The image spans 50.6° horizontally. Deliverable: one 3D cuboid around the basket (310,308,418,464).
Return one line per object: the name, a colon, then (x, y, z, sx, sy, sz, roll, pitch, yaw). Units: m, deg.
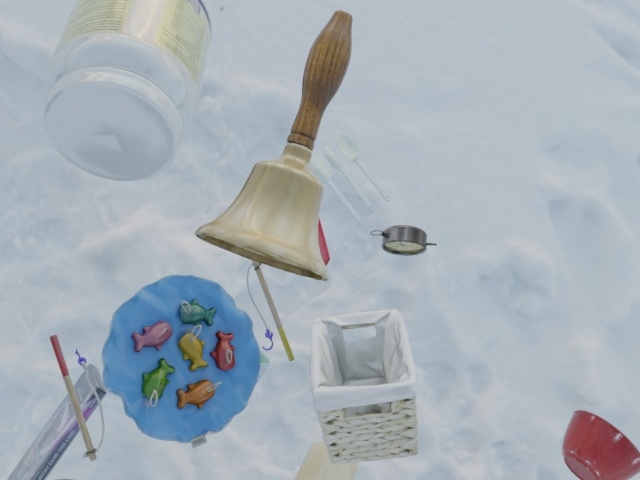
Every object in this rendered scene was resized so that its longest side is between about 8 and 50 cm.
basket: (0.050, 0.166, 0.781, 0.113, 0.167, 0.103, -7, 111, 3)

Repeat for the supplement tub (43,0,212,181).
supplement tub: (-0.310, -0.281, 1.111, 0.235, 0.235, 0.325, 15, 48, -17)

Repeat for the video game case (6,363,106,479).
video game case: (-0.507, 0.376, 1.291, 0.026, 0.196, 0.274, 39, 79, -20)

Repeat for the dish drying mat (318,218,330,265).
dish drying mat: (0.000, 0.000, 1.066, 0.008, 0.032, 0.083, -3, 61, -20)

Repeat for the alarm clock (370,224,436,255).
alarm clock: (0.224, -0.007, 1.933, 0.192, 0.129, 0.064, 13, 70, -29)

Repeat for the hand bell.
hand bell: (-0.014, -0.096, 0.618, 0.126, 0.126, 0.242, 21, 82, -14)

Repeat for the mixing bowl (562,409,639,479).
mixing bowl: (0.605, 0.476, 1.495, 0.098, 0.181, 0.181, -40, 89, -18)

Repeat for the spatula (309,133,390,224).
spatula: (0.086, -0.175, 1.920, 0.168, 0.019, 0.242, -38, 87, -28)

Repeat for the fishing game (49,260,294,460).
fishing game: (-0.147, 0.131, 0.750, 0.264, 0.041, 0.189, -17, 90, -32)

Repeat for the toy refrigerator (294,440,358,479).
toy refrigerator: (-0.017, 0.612, 1.597, 0.102, 0.094, 0.269, 54, 43, -20)

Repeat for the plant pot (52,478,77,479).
plant pot: (-0.507, 0.589, 1.289, 0.237, 0.110, 0.238, 0, 92, 6)

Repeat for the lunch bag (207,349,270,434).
lunch bag: (-0.266, 0.308, 1.482, 0.115, 0.303, 0.243, 56, 51, -21)
